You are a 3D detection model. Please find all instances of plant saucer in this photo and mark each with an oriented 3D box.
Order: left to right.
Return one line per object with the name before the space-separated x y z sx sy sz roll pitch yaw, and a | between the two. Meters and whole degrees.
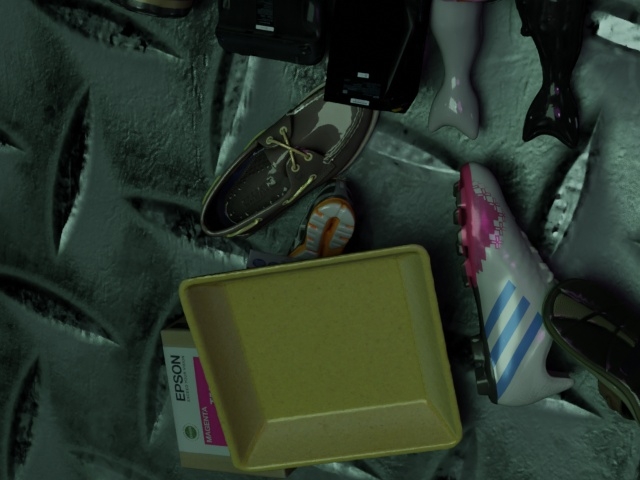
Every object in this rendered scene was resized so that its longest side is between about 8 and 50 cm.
plant saucer | 0.008 0.151 1.521 0.333 0.081 0.332 -9 119 9

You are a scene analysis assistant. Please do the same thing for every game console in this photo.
game console | -0.008 -0.298 1.469 0.361 0.044 0.213 17 104 39

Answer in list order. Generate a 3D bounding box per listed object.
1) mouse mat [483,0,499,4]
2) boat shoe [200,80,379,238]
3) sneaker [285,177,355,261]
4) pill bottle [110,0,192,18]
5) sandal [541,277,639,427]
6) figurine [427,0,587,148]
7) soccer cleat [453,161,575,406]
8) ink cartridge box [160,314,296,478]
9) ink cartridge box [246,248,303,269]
mouse mat | 0.243 -0.386 1.325 0.153 0.007 0.189 -18 69 21
boat shoe | -0.048 -0.112 1.555 0.324 0.097 0.116 -40 85 30
sneaker | 0.000 0.000 1.579 0.084 0.083 0.215 19 135 -12
pill bottle | -0.220 -0.430 1.539 0.123 0.123 0.219 23 113 20
sandal | 0.398 0.166 1.414 0.303 0.120 0.086 47 162 -1
figurine | 0.228 -0.224 1.395 0.215 0.092 0.209 7 111 26
soccer cleat | 0.257 0.053 1.456 0.143 0.116 0.331 -8 98 5
ink cartridge box | -0.131 0.237 1.703 0.193 0.088 0.234 -1 105 26
ink cartridge box | -0.008 0.082 1.563 0.207 0.046 0.097 12 128 -2
